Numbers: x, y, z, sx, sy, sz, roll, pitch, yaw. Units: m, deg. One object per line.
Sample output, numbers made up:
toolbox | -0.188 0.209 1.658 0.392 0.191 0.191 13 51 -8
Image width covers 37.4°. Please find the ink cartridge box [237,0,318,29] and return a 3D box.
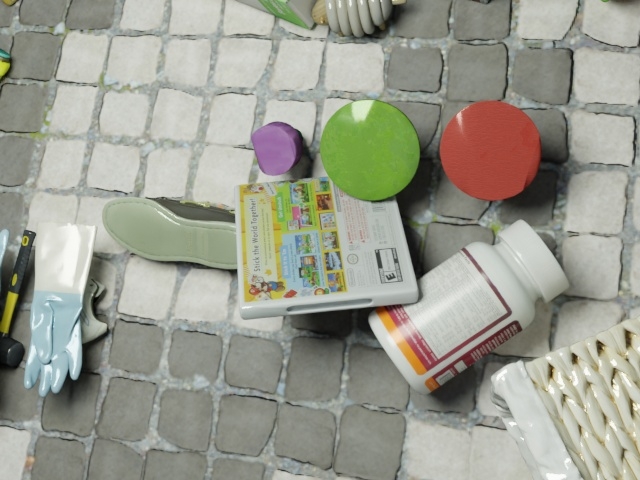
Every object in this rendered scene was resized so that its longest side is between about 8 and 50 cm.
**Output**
ink cartridge box | -0.102 -0.442 1.310 0.273 0.115 0.198 25 91 19

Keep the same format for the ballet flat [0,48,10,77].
ballet flat | -0.566 -0.303 1.427 0.231 0.077 0.077 37 104 16

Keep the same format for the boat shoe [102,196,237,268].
boat shoe | -0.182 -0.014 1.270 0.228 0.069 0.081 14 110 17

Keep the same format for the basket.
basket | 0.358 0.243 0.945 0.266 0.328 0.331 -25 72 4

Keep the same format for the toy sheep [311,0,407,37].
toy sheep | 0.051 -0.315 1.272 0.132 0.091 0.091 -11 75 10

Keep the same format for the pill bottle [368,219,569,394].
pill bottle | 0.177 0.078 1.132 0.221 0.121 0.121 -35 72 3

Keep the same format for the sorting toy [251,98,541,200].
sorting toy | 0.100 -0.127 1.210 0.366 0.126 0.127 2 108 17

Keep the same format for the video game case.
video game case | 0.000 0.000 1.161 0.206 0.026 0.227 -6 43 -2

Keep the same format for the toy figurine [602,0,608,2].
toy figurine | 0.450 -0.370 1.197 0.159 0.130 0.173 10 55 2

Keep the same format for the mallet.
mallet | -0.416 0.082 1.299 0.062 0.039 0.189 24 95 17

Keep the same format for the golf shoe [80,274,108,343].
golf shoe | -0.341 0.060 1.301 0.086 0.069 0.176 -13 77 -11

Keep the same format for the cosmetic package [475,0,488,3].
cosmetic package | 0.210 -0.451 1.248 0.107 0.127 0.238 21 81 17

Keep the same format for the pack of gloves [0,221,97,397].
pack of gloves | -0.399 0.090 1.251 0.195 0.046 0.232 4 81 3

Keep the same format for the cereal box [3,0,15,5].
cereal box | -0.492 -0.502 1.465 0.173 0.047 0.240 -43 72 1
